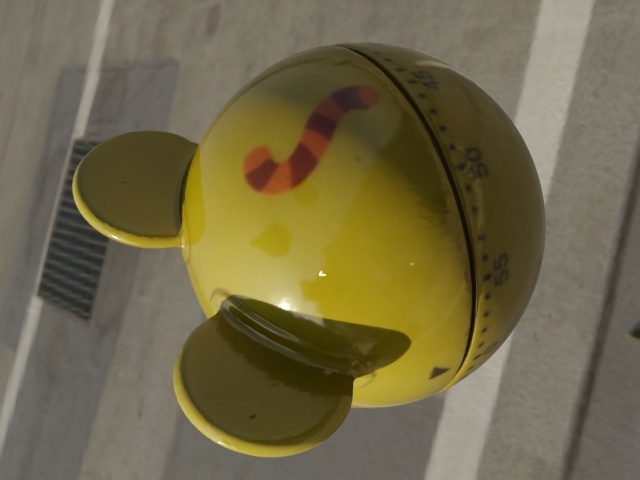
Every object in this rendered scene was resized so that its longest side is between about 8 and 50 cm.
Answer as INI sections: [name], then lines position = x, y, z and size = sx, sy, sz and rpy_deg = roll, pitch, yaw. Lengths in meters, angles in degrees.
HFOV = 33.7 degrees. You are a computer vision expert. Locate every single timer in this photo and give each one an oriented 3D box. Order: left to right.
[timer]
position = 0.000, 0.000, 0.971
size = 0.376, 0.386, 0.376
rpy_deg = 46, 147, 42
